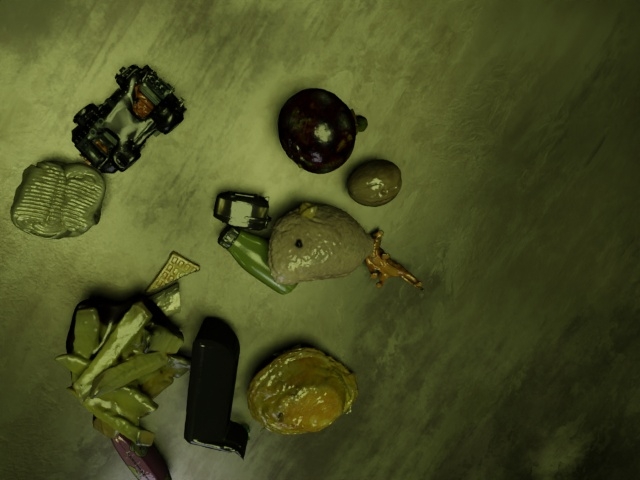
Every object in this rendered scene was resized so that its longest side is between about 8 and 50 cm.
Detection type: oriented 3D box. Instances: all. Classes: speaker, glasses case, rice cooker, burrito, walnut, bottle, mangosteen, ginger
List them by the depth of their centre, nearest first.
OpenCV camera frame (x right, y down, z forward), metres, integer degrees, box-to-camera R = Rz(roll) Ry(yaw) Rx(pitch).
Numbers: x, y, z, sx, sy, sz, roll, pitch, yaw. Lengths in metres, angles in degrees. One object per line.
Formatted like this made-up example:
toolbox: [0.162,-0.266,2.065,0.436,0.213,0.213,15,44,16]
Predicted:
mangosteen: [0.018,-0.314,1.613,0.289,0.231,0.231,-33,114,-35]
ginger: [-0.532,0.367,1.625,0.358,0.211,0.413,-11,118,-14]
rice cooker: [-0.221,-0.085,1.661,0.165,0.112,0.106,3,99,-15]
burrito: [-0.501,0.206,1.708,0.226,0.060,0.087,-23,105,-6]
bottle: [-0.179,0.050,1.710,0.260,0.112,0.112,36,95,-20]
walnut: [0.161,-0.167,1.717,0.162,0.140,0.140,-27,111,-20]
speaker: [-0.294,0.444,1.752,0.184,0.180,0.388,7,106,-3]
glasses case: [-0.550,0.669,1.800,0.076,0.123,0.316,-29,110,-5]

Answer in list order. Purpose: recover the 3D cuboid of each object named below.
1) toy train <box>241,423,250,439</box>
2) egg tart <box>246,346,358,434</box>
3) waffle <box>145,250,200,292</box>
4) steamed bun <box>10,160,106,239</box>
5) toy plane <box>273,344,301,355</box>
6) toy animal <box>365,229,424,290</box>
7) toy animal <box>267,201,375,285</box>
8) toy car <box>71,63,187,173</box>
toy train: [-0.271,0.631,1.890,0.093,0.056,0.038,-12,104,-13]
egg tart: [-0.060,0.505,1.842,0.339,0.153,0.351,-40,121,3]
waffle: [-0.434,0.114,1.716,0.097,0.023,0.152,35,94,-19]
steamed bun: [-0.685,-0.096,1.535,0.211,0.144,0.218,14,72,-25]
toy plane: [-0.101,0.375,1.865,0.111,0.040,0.102,-42,130,3]
toy animal: [0.228,0.092,1.840,0.114,0.116,0.255,-37,118,24]
toy animal: [0.006,-0.001,1.685,0.358,0.188,0.226,-5,69,-35]
toy car: [-0.507,-0.312,1.524,0.301,0.118,0.193,-42,102,2]
